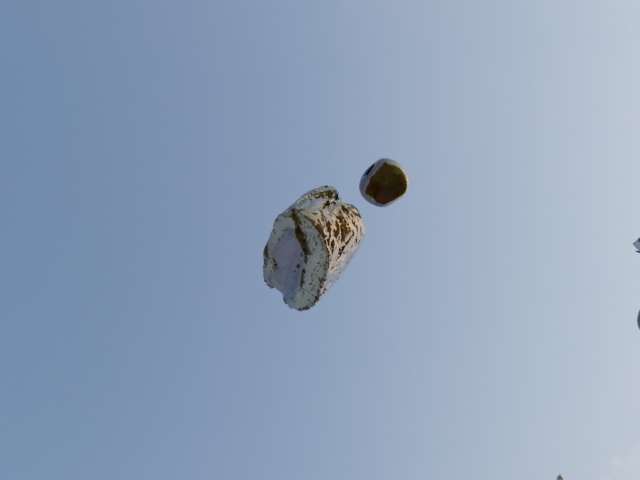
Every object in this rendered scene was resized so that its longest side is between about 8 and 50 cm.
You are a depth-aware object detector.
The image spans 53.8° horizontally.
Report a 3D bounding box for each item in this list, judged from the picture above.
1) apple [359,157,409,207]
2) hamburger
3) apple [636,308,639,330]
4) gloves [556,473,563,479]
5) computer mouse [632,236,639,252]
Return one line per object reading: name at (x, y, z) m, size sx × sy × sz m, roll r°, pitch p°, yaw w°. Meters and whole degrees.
apple at (0.147, -0.130, 1.447) m, size 0.102 × 0.099 × 0.114 m, roll 41°, pitch -81°, yaw -9°
hamburger at (0.000, -0.003, 1.357) m, size 0.162 × 0.330 × 0.209 m, roll 37°, pitch -121°, yaw 15°
apple at (0.848, 0.200, 1.568) m, size 0.126 × 0.126 × 0.102 m, roll 14°, pitch -55°, yaw -26°
gloves at (0.644, 0.667, 1.587) m, size 0.094 × 0.144 × 0.110 m, roll -53°, pitch -18°, yaw -32°
computer mouse at (0.692, -0.005, 1.239) m, size 0.126 × 0.231 × 0.071 m, roll -36°, pitch -106°, yaw 11°
